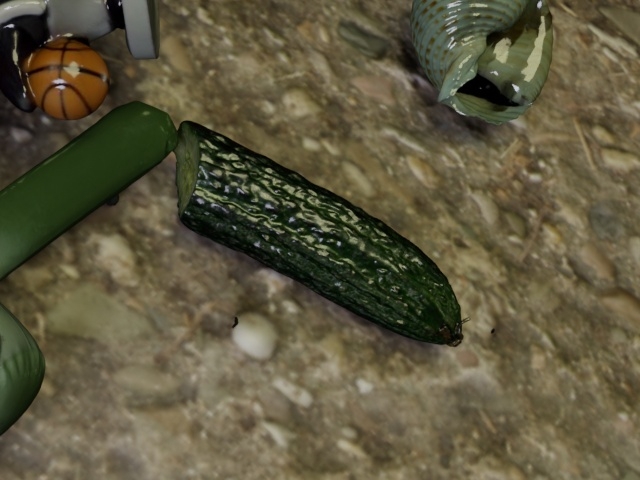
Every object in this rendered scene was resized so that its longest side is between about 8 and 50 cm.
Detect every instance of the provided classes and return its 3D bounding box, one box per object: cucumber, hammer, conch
[{"bbox_3d":[0.001,-0.001,1.008,0.265,0.077,0.077,26,54,-11],"label":"cucumber"},{"bbox_3d":[-0.212,-0.006,0.891,0.206,0.119,0.335,45,46,3],"label":"hammer"},{"bbox_3d":[0.137,-0.179,1.161,0.135,0.102,0.153,21,89,-24],"label":"conch"}]

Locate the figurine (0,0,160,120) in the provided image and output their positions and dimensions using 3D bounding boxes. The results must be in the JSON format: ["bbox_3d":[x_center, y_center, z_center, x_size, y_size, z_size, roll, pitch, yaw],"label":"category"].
[{"bbox_3d":[-0.233,-0.162,0.920,0.236,0.133,0.176,-3,68,-2],"label":"figurine"}]
